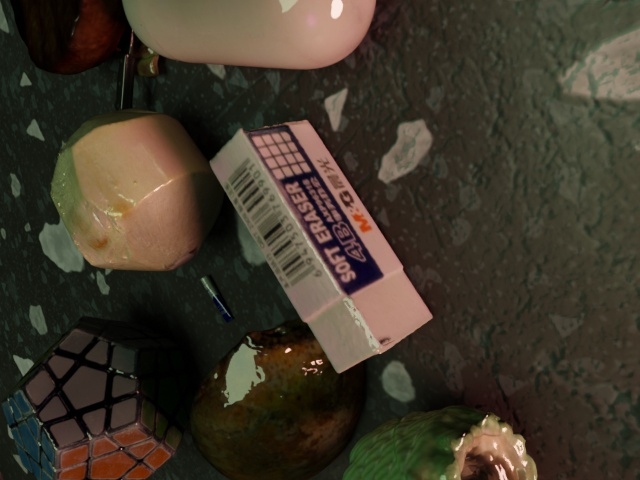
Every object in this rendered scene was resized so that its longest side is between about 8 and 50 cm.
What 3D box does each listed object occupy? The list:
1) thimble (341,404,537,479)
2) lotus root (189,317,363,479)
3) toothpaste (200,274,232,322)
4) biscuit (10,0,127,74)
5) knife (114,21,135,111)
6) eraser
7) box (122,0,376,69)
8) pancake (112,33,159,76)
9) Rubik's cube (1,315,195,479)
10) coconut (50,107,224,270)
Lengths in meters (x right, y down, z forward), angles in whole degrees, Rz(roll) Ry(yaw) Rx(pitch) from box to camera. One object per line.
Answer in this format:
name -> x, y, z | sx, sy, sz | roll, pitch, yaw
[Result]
thimble -> 0.136, 0.286, 0.569 | 0.150, 0.219, 0.219 | -28, 86, 42
lotus root -> -0.056, 0.245, 0.752 | 0.142, 0.210, 0.314 | 51, 145, 30
toothpaste -> -0.168, 0.095, 0.898 | 0.024, 0.015, 0.083 | -32, 88, 50
biscuit -> -0.371, -0.452, 0.811 | 0.407, 0.091, 0.407 | 12, 106, 49
knife -> -0.297, -0.314, 0.830 | 0.072, 0.019, 0.245 | 29, 117, 37
eraser -> 0.000, 0.000, 0.644 | 0.086, 0.130, 0.287 | -40, 76, 38
box -> -0.090, -0.339, 0.597 | 0.349, 0.141, 0.288 | 17, 116, 36
pancake -> -0.264, -0.359, 0.817 | 0.212, 0.029, 0.235 | 53, 129, 16
Rubik's cube -> -0.381, 0.286, 0.976 | 0.319, 0.264, 0.319 | 15, 114, 37
coconut -> -0.252, -0.061, 0.787 | 0.241, 0.241, 0.241 | 15, 114, 37
